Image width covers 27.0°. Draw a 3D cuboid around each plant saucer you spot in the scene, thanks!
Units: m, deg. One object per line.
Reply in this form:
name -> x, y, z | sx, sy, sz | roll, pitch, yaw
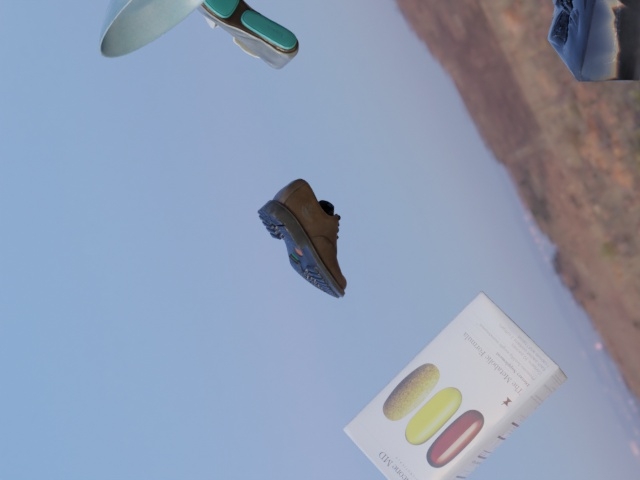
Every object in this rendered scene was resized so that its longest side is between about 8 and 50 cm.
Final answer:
plant saucer -> -0.174, -0.275, 1.457 | 0.037, 0.195, 0.195 | 52, -173, 5

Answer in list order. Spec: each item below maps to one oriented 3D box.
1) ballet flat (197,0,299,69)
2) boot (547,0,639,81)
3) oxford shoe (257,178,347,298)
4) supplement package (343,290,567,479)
ballet flat -> -0.131, -0.328, 1.990 | 0.213, 0.068, 0.072 | 35, -129, -6
boot -> 0.377, -0.480, 1.766 | 0.367, 0.146, 0.445 | -77, -15, -53
oxford shoe -> 0.000, 0.000, 1.848 | 0.082, 0.096, 0.227 | 27, 158, 35
supplement package -> 0.171, 0.204, 1.665 | 0.139, 0.244, 0.134 | 45, -178, 20
